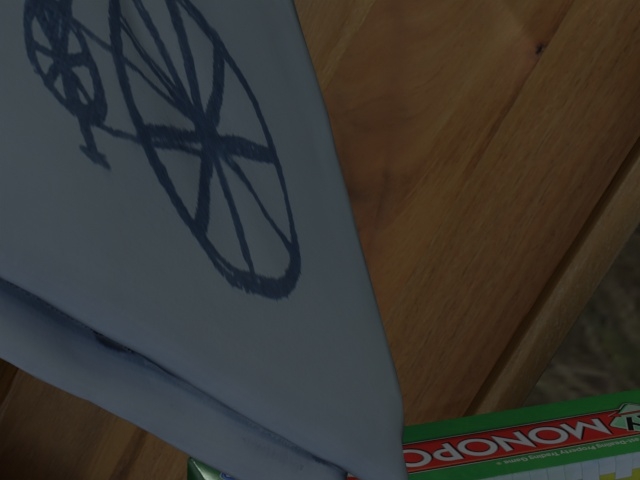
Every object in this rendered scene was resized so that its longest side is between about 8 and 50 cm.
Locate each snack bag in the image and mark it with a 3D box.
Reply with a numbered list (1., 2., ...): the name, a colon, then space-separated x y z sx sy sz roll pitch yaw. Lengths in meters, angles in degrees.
1. snack bag: -0.086 -0.124 0.461 0.037 0.323 0.342 -22 64 18

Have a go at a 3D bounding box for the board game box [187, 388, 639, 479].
1. board game box: 0.067 0.203 0.629 0.046 0.214 0.317 -135 42 -62

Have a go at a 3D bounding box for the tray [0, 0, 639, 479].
1. tray: 0.000 0.000 0.789 0.411 0.203 0.076 -60 -3 20
